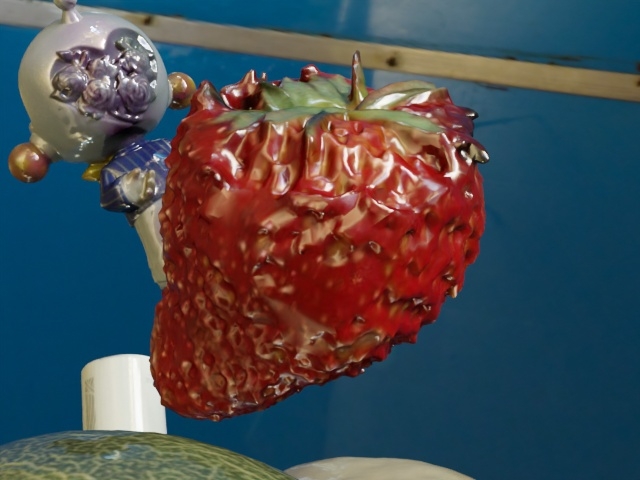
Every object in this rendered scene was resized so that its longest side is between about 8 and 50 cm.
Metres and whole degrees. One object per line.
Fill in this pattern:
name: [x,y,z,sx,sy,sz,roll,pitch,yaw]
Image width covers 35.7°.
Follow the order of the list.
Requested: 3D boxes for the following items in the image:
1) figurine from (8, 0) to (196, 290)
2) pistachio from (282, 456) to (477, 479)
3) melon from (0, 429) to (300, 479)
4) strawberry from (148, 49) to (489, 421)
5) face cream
figurine: [-0.189,-0.086,0.928,0.133,0.194,0.274,-29,-110,62]
pistachio: [0.041,0.237,0.799,0.223,0.152,0.126,-4,-116,17]
melon: [-0.065,0.202,0.396,0.302,0.237,0.237,13,-80,25]
strawberry: [-0.004,-0.001,0.739,0.261,0.261,0.257,20,-62,39]
face cream: [-0.217,0.307,1.128,0.102,0.102,0.345,-30,-124,37]
